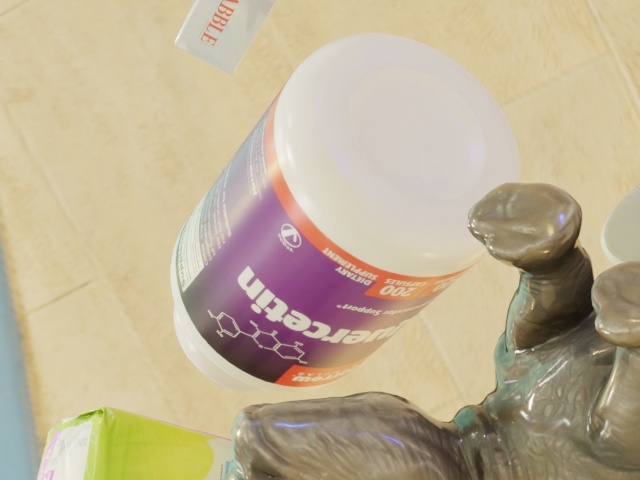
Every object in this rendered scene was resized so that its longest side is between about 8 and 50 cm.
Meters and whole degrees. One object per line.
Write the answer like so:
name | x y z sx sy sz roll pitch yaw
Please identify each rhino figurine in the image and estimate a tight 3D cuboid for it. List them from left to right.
rhino figurine | 0.076 0.037 0.363 0.243 0.073 0.106 -24 132 -2

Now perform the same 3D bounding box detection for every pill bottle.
pill bottle | 0.000 0.000 1.078 0.181 0.181 0.323 40 143 -1

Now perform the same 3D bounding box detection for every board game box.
board game box | -0.007 -0.360 1.297 0.066 0.318 0.318 26 134 -11

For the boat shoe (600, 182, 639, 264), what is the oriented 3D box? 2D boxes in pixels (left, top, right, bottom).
boat shoe | 0.350 -0.033 1.340 0.227 0.081 0.079 -33 71 -18

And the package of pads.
package of pads | -0.130 0.297 1.149 0.229 0.101 0.296 20 65 -33
